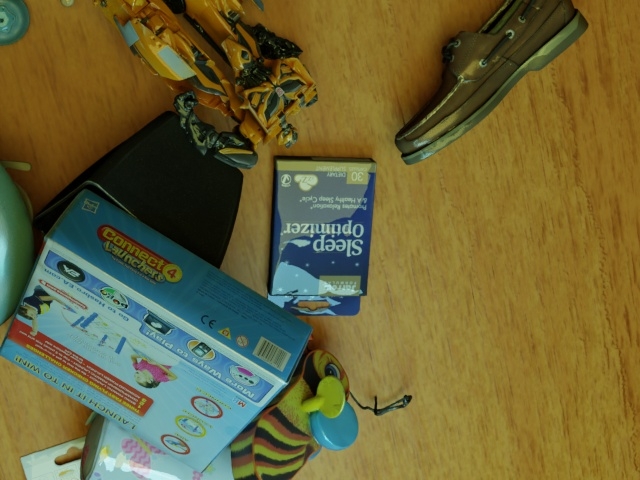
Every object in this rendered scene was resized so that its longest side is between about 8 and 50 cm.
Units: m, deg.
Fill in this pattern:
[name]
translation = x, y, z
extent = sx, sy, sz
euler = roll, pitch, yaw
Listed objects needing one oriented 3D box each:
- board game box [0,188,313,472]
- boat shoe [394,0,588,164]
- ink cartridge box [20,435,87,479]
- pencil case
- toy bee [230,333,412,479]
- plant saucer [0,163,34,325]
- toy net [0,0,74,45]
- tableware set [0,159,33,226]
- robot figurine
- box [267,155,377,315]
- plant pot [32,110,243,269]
[board game box]
translation = -0.208, 0.121, 1.362
extent = 0.308, 0.086, 0.302
euler = 32, 142, -6
[boat shoe]
translation = 0.201, -0.227, 1.480
extent = 0.307, 0.111, 0.104
euler = -42, 105, -8
[ink cartridge box]
translation = -0.319, 0.361, 1.575
extent = 0.145, 0.045, 0.179
euler = -18, 89, -6
[pencil case]
translation = -0.184, 0.301, 1.528
extent = 0.273, 0.124, 0.113
euler = 17, 144, -18
[toy bee]
translation = -0.027, 0.211, 1.508
extent = 0.195, 0.298, 0.162
euler = -29, 88, 23
[plant saucer]
translation = -0.500, -0.006, 1.363
extent = 0.318, 0.043, 0.317
euler = 5, 115, 11
[toy net]
translation = -0.332, -0.336, 1.370
extent = 0.232, 0.045, 0.122
euler = -34, 112, -4
[tableware set]
translation = -0.443, -0.038, 1.388
extent = 0.194, 0.039, 0.128
euler = 7, 105, 17
[robot figurine]
translation = -0.124, -0.228, 1.378
extent = 0.291, 0.085, 0.211
euler = 46, 58, -10
[box]
translation = 0.000, 0.000, 1.533
extent = 0.136, 0.036, 0.225
euler = 0, 106, -11
[plant pot]
translation = -0.204, -0.045, 1.393
extent = 0.188, 0.187, 0.167
euler = 42, 56, -17
